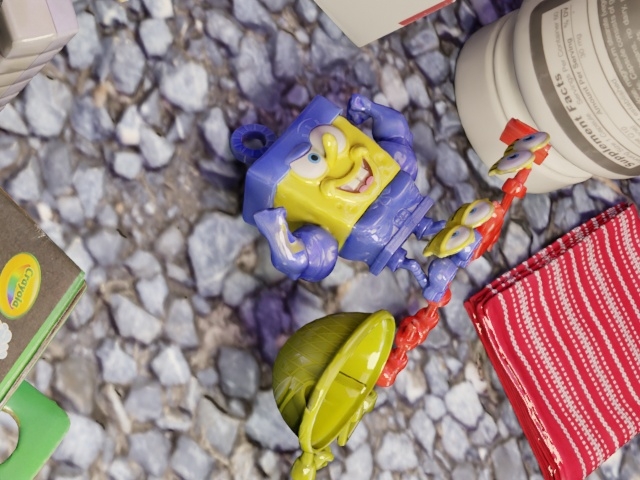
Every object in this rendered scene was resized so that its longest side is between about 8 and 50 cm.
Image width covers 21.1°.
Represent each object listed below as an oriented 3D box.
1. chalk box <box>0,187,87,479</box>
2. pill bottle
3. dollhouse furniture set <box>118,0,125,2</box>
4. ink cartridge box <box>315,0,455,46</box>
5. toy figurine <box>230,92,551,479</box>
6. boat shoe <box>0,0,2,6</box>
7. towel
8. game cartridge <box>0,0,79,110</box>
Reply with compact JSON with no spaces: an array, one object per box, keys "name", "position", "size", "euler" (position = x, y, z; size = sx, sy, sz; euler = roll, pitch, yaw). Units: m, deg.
[{"name":"chalk box","position":[-0.281,0.049,1.046],"size":[0.289,0.179,0.180],"euler":[49,49,-19]},{"name":"pill bottle","position":[0.301,-0.172,1.508],"size":[0.204,0.361,0.204],"euler":[15,66,-37]},{"name":"dollhouse furniture set","position":[-0.064,-0.407,1.207],"size":[0.394,0.256,0.362],"euler":[-76,145,-73]},{"name":"ink cartridge box","position":[0.066,-0.286,1.501],"size":[0.127,0.128,0.176],"euler":[44,52,-22]},{"name":"toy figurine","position":[0.000,0.000,1.375],"size":[0.217,0.191,0.362],"euler":[34,57,10]},{"name":"boat shoe","position":[-0.393,-0.202,0.917],"size":[0.500,0.187,0.156],"euler":[11,56,-6]},{"name":"towel","position":[0.255,0.094,1.604],"size":[0.275,0.031,0.199],"euler":[-29,96,-43]},{"name":"game cartridge","position":[-0.259,-0.269,1.139],"size":[0.068,0.230,0.355],"euler":[-17,88,-31]}]
